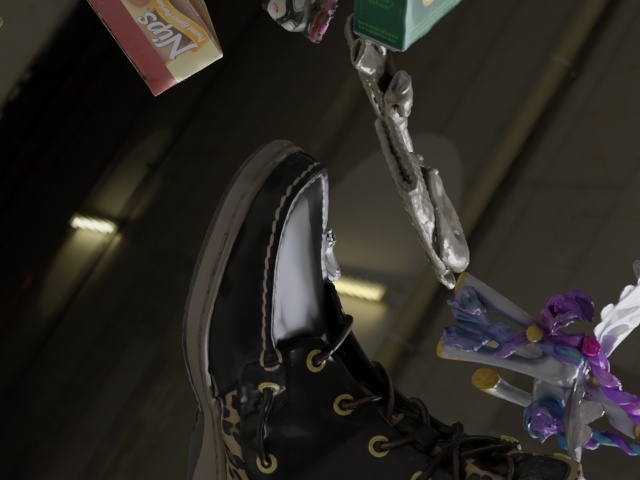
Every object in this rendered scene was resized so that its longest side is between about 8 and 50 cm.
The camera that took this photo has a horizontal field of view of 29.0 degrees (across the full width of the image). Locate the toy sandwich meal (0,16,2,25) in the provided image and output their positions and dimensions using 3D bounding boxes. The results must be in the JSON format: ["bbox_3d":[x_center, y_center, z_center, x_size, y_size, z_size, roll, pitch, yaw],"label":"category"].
[{"bbox_3d":[-0.396,-0.244,1.383,0.086,0.085,0.029,-94,-162,-59],"label":"toy sandwich meal"}]

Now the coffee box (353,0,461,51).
[{"bbox_3d":[0.065,-0.210,0.684,0.113,0.040,0.184,-44,150,-34],"label":"coffee box"}]

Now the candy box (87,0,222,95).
[{"bbox_3d":[-0.201,-0.303,1.287,0.087,0.183,0.316,-31,-146,5],"label":"candy box"}]

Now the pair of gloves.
[{"bbox_3d":[0.076,-0.087,1.077,0.042,0.204,0.240,-20,-125,7],"label":"pair of gloves"}]

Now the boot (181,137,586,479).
[{"bbox_3d":[0.048,0.129,0.886,0.138,0.284,0.378,-42,145,-53],"label":"boot"}]

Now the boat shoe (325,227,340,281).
[{"bbox_3d":[0.000,0.000,1.383,0.035,0.100,0.035,-29,-168,17],"label":"boat shoe"}]

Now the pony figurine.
[{"bbox_3d":[0.351,0.176,1.771,0.363,0.351,0.303,23,-108,24],"label":"pony figurine"}]

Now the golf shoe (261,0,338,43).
[{"bbox_3d":[-0.023,-0.294,1.446,0.186,0.086,0.067,-85,-160,-64],"label":"golf shoe"}]
